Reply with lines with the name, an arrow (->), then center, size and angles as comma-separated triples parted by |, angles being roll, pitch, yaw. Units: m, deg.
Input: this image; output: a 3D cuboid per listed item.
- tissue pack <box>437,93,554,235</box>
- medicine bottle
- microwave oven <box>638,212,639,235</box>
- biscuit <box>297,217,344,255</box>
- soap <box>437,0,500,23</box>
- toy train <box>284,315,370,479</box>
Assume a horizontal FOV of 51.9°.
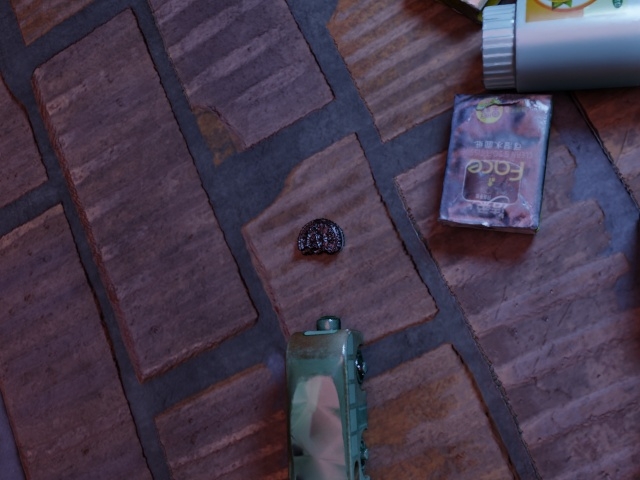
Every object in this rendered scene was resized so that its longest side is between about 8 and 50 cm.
tissue pack -> 0.304, -0.135, 1.143 | 0.174, 0.073, 0.235 | 7, 85, 21
medicine bottle -> 0.430, -0.327, 1.081 | 0.318, 0.158, 0.158 | 0, 83, 18
microwave oven -> 0.604, 0.012, 0.993 | 0.208, 0.122, 0.162 | -4, 82, 19
biscuit -> 0.000, 0.000, 1.254 | 0.087, 0.027, 0.089 | 44, 97, 20
soap -> 0.305, -0.545, 1.196 | 0.160, 0.080, 0.257 | 38, 96, 19
toy train -> 0.011, 0.294, 1.142 | 0.129, 0.159, 0.326 | -5, 80, 16
